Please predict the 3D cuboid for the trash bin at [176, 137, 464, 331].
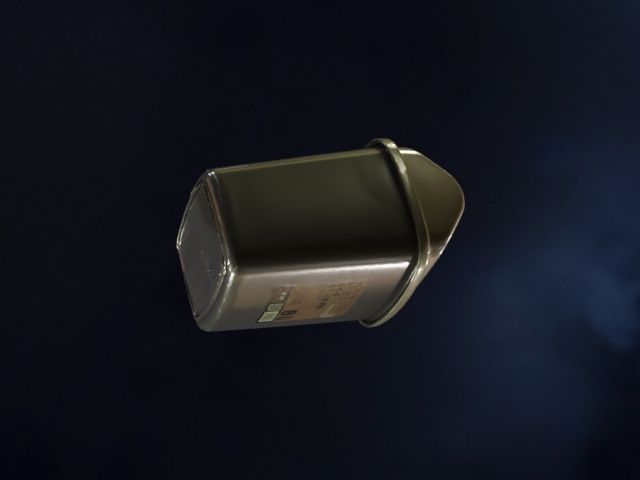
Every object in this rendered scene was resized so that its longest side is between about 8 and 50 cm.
[{"bbox_3d":[0.000,0.000,1.269,0.290,0.209,0.182,-6,-115,-23],"label":"trash bin"}]
